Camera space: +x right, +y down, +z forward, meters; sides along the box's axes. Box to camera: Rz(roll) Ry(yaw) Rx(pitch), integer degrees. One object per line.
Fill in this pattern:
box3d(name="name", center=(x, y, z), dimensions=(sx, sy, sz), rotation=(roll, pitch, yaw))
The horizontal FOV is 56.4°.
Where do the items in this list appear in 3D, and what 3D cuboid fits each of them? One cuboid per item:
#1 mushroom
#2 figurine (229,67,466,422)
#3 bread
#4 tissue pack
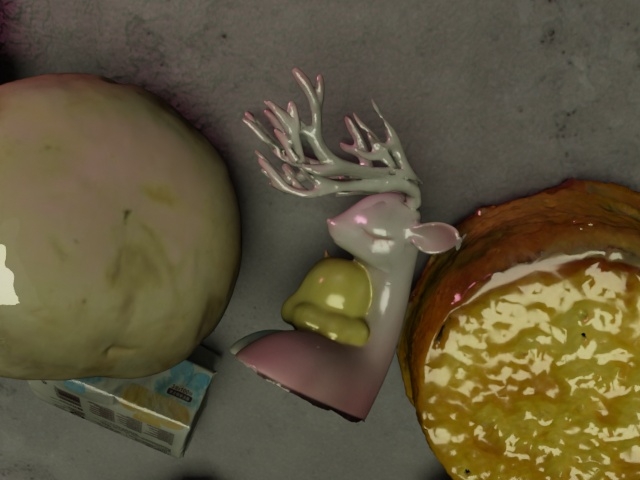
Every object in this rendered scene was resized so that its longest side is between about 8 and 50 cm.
box3d(name="mushroom", center=(-0.265, 0.013, 0.671), dimensions=(0.353, 0.353, 0.325), rotation=(-44, 84, 20))
box3d(name="figurine", center=(0.008, 0.001, 0.640), dimensions=(0.284, 0.206, 0.316), rotation=(30, 77, -12))
box3d(name="bread", center=(0.279, 0.127, 0.689), dimensions=(0.398, 0.215, 0.398), rotation=(3, 106, 10))
box3d(name="tissue pack", center=(-0.264, 0.182, 0.836), dimensions=(0.229, 0.145, 0.159), rotation=(23, 144, 0))
